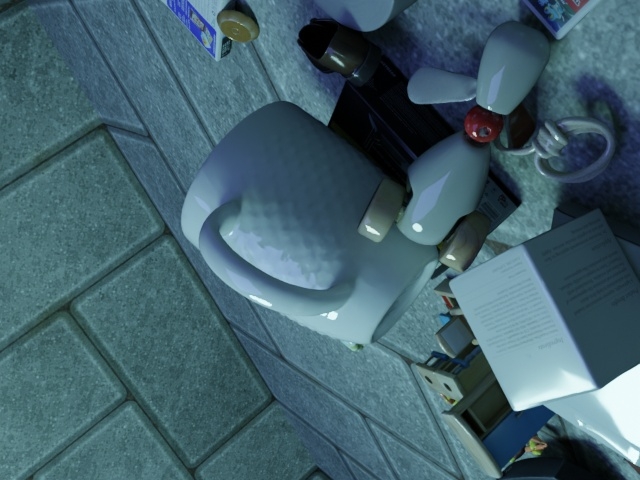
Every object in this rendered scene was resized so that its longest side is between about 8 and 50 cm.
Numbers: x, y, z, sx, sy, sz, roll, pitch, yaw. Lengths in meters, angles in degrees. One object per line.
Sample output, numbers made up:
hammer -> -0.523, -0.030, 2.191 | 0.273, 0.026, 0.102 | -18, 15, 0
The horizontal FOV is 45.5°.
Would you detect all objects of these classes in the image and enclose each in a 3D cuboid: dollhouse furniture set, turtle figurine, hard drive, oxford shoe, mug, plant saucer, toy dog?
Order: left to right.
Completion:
plant saucer -> -0.154, -0.389, 1.405 | 0.083, 0.015, 0.083 | 15, 158, 6
mug -> -0.022, 0.002, 1.119 | 0.328, 0.374, 0.276 | 38, 118, 16
oxford shoe -> 0.009, -0.293, 1.113 | 0.096, 0.083, 0.227 | 27, -172, -25
dollhouse furniture set -> 0.238, 0.182, 1.424 | 0.184, 0.129, 0.129 | 57, 160, -18
toy dog -> 0.184, -0.117, 0.967 | 0.220, 0.161, 0.333 | 41, 120, -14
turtle figurine -> 0.347, 0.354, 1.546 | 0.269, 0.087, 0.217 | 25, 157, 31
dollhouse furniture set -> 0.334, 0.230, 1.199 | 0.286, 0.198, 0.303 | 53, 160, -3
hard drive -> 0.461, 0.475, 1.472 | 0.171, 0.054, 0.255 | 26, 158, -2
hard drive -> 0.378, 0.125, 1.007 | 0.203, 0.040, 0.308 | 32, 133, 44

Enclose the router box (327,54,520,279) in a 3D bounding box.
router box -> 0.141, -0.104, 1.214 | 0.309, 0.081, 0.243 | 49, 160, 7

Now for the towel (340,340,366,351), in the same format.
towel -> 0.000, 0.000, 1.522 | 0.320, 0.090, 0.375 | 44, 142, 34

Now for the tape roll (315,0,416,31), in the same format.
tape roll -> 0.041, -0.381, 0.971 | 0.219, 0.072, 0.219 | 44, 159, 22

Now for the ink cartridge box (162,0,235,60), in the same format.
ink cartridge box -> -0.247, -0.480, 1.467 | 0.208, 0.045, 0.206 | 47, 160, 8

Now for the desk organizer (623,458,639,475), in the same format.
desk organizer -> 0.532, 0.337, 1.175 | 0.050, 0.047, 0.130 | 47, 160, 7

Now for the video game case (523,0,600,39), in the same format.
video game case -> 0.222, -0.321, 0.753 | 0.201, 0.023, 0.183 | 50, 160, 3

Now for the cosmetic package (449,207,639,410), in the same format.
cosmetic package -> 0.289, 0.086, 0.934 | 0.151, 0.151, 0.184 | -38, 75, 56
